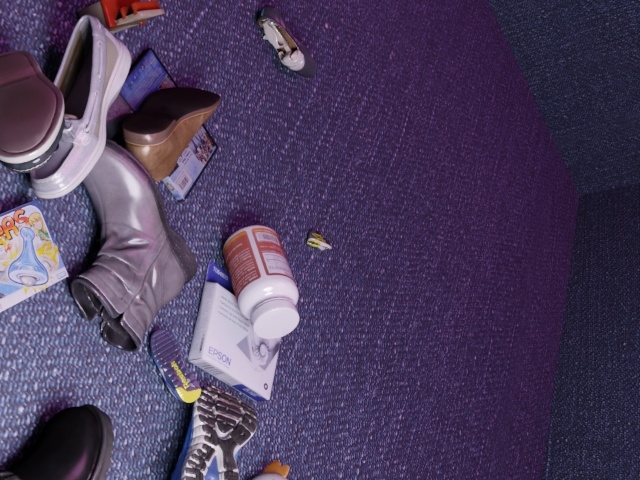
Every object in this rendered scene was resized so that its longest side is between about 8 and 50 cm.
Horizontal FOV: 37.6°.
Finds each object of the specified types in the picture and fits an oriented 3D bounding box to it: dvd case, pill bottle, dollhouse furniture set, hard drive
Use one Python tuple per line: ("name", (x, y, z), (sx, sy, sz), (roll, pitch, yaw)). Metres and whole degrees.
("dvd case", (-0.302, -0.224, 1.824), (0.253, 0.022, 0.180), (57, 37, -29))
("pill bottle", (-0.113, 0.083, 1.851), (0.121, 0.121, 0.216), (39, 22, -45))
("dollhouse furniture set", (-0.386, -0.509, 1.682), (0.262, 0.135, 0.259), (-29, 105, -57))
("hard drive", (-0.397, -0.247, 1.660), (0.135, 0.022, 0.094), (55, 53, -30))

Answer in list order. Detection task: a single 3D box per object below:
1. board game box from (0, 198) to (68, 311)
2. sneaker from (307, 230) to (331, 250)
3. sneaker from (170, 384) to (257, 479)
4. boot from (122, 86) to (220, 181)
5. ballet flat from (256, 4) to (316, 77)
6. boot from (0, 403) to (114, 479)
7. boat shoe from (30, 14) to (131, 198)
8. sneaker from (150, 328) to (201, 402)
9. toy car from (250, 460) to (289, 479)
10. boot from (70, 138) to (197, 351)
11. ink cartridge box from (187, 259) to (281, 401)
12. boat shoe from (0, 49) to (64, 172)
("board game box", (-0.487, 0.031, 1.433), (0.201, 0.035, 0.136), (-37, 111, -56))
("sneaker", (0.000, 0.000, 2.213), (0.083, 0.031, 0.035), (26, 57, -52))
("sneaker", (-0.209, 0.389, 1.681), (0.129, 0.147, 0.330), (32, 28, -9))
("boot", (-0.282, -0.206, 1.767), (0.305, 0.112, 0.115), (-53, 153, -56))
("ballet flat", (-0.084, -0.454, 2.204), (0.203, 0.074, 0.074), (55, 38, -23))
("boot", (-0.445, 0.330, 1.306), (0.260, 0.131, 0.348), (51, 41, -36))
("boat shoe", (-0.407, -0.217, 1.536), (0.103, 0.118, 0.320), (51, 50, -51))
("sneaker", (-0.270, 0.229, 1.697), (0.053, 0.059, 0.144), (-24, 86, -25))
("toy car", (-0.081, 0.516, 1.774), (0.219, 0.210, 0.238), (31, 41, -35))
("boot", (-0.351, 0.006, 1.590), (0.338, 0.118, 0.223), (57, 42, -22))
("ink cartridge box", (-0.161, 0.180, 1.885), (0.223, 0.045, 0.224), (40, 47, -44))
("boat shoe", (-0.440, -0.170, 1.396), (0.127, 0.340, 0.113), (-23, 128, -16))
